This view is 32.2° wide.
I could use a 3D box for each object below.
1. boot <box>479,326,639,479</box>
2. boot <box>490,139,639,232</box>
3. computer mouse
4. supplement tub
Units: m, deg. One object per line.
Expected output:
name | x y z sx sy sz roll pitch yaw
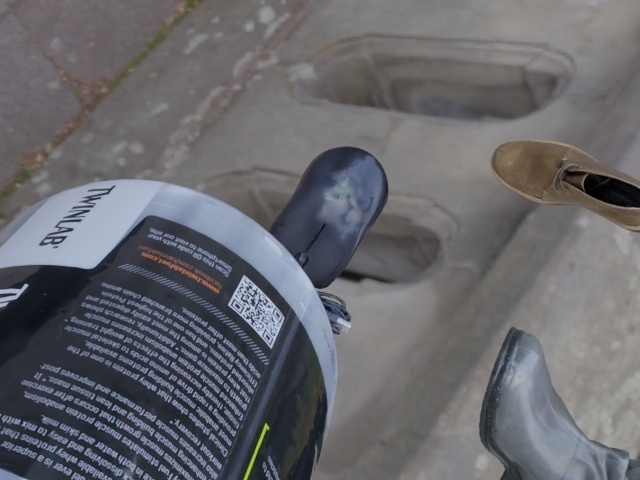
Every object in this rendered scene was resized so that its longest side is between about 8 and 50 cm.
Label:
boot | 0.219 0.170 0.872 0.083 0.161 0.246 -57 146 -36
boot | 0.414 -0.107 1.838 0.115 0.305 0.112 23 90 -62
computer mouse | 0.000 0.000 1.508 0.272 0.188 0.072 -62 180 26
supplement tub | -0.110 0.118 0.429 0.316 0.193 0.194 -67 149 -63
